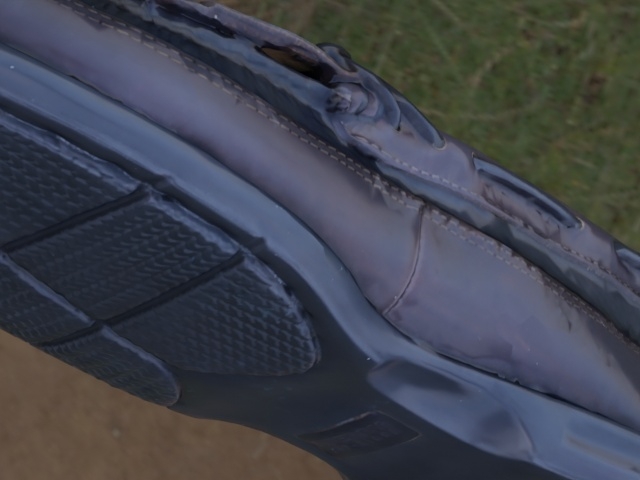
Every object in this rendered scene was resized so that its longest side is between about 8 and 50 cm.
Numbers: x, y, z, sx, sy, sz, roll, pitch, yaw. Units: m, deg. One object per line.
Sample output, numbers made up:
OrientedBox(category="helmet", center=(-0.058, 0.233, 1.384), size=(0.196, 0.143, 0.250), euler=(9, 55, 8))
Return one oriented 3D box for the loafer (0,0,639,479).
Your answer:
OrientedBox(category="loafer", center=(0.000, 0.000, 0.475), size=(0.302, 0.109, 0.095), euler=(33, 56, -33))
